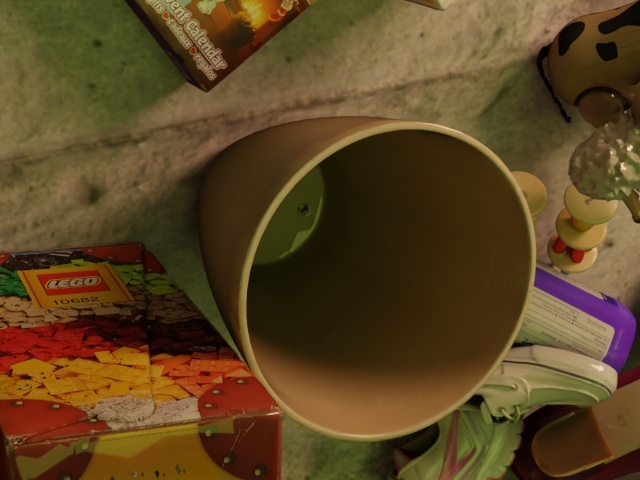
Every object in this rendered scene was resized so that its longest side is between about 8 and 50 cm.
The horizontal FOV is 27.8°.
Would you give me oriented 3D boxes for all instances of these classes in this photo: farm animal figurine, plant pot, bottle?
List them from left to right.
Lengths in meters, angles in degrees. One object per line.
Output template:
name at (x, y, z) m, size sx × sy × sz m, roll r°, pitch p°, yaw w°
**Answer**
plant pot at (0.000, 0.000, 1.104) m, size 0.256 × 0.274 × 0.256 m, roll -8°, pitch 109°, yaw -24°
bottle at (0.177, 0.053, 1.289) m, size 0.283 × 0.118 × 0.092 m, roll 26°, pitch 79°, yaw -23°
farm animal figurine at (0.352, -0.216, 1.228) m, size 0.327 × 0.330 × 0.172 m, roll -29°, pitch 123°, yaw 20°

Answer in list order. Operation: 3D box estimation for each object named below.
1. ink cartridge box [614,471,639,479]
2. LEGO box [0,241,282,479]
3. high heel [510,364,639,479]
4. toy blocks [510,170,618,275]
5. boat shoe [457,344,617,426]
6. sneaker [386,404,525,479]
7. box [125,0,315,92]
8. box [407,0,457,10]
ink cartridge box at (0.374, 0.376, 1.467) m, size 0.385 × 0.091 × 0.308 m, roll -23°, pitch 116°, yaw -5°
LEGO box at (-0.187, 0.296, 1.069) m, size 0.193 × 0.372 × 0.500 m, roll -5°, pitch 109°, yaw -22°
high heel at (0.380, 0.170, 1.364) m, size 0.377 × 0.181 × 0.127 m, roll -14°, pitch 79°, yaw -2°
toy blocks at (0.225, -0.007, 1.312) m, size 0.123 × 0.054 × 0.148 m, roll 5°, pitch 151°, yaw 2°
boat shoe at (0.176, 0.149, 1.281) m, size 0.083 × 0.226 × 0.076 m, roll 57°, pitch 42°, yaw -56°
sneaker at (0.115, 0.266, 1.347) m, size 0.111 × 0.103 × 0.252 m, roll 23°, pitch 86°, yaw -5°
box at (-0.111, -0.299, 1.079) m, size 0.201 × 0.057 × 0.293 m, roll -42°, pitch 119°, yaw -7°
box at (0.085, -0.320, 1.133) m, size 0.114 × 0.103 × 0.203 m, roll -36°, pitch 118°, yaw -9°
